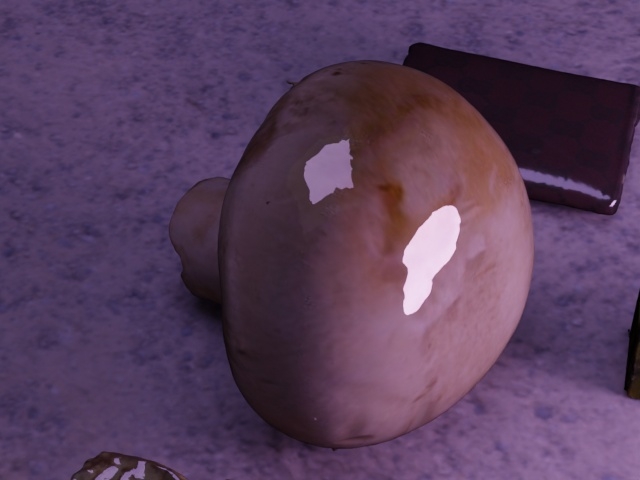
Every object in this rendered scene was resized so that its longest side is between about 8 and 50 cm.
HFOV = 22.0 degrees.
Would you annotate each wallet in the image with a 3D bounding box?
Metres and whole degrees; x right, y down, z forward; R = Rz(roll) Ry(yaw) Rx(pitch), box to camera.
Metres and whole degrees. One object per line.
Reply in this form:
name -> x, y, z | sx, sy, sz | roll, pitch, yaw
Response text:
wallet -> 0.173, -0.103, 1.499 | 0.229, 0.049, 0.182 | 12, 44, 10

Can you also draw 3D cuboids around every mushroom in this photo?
mushroom -> 0.000, 0.000, 1.243 | 0.290, 0.292, 0.292 | 14, 42, 40

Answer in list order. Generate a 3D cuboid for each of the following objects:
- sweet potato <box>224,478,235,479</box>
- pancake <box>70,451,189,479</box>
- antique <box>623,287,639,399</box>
sweet potato -> 0.076, 0.247, 1.079 | 0.385, 0.109, 0.109 | 18, 46, 20
pancake -> -0.165, 0.246, 1.100 | 0.235, 0.029, 0.212 | -17, 55, -3
antique -> 0.353, 0.082, 1.275 | 0.221, 0.080, 0.081 | 8, 44, 6
